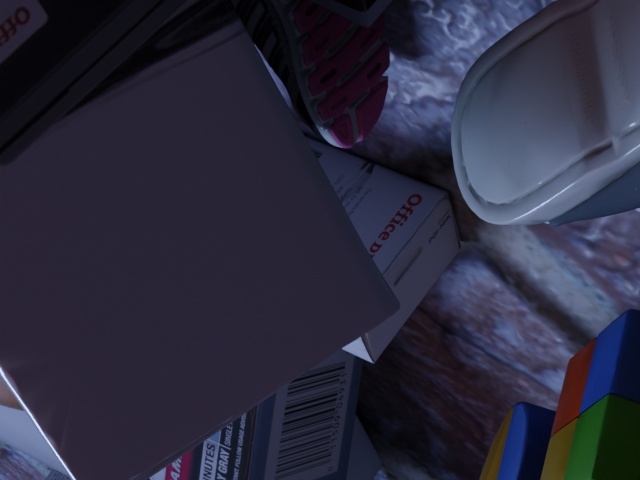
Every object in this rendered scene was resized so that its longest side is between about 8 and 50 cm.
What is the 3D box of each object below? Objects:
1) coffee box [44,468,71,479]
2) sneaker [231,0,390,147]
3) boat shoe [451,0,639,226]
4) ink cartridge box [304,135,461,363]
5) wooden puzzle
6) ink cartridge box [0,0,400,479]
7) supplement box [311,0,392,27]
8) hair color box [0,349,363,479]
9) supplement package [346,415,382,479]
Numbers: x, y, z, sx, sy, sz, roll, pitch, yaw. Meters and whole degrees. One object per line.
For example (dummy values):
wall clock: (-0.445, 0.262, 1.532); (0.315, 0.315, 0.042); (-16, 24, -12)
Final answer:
coffee box: (-0.104, 0.279, 1.300); (0.168, 0.119, 0.297); (45, 159, -29)
sneaker: (-0.023, -0.123, 0.891); (0.075, 0.063, 0.170); (10, 139, 47)
boat shoe: (0.178, -0.074, 0.688); (0.099, 0.116, 0.319); (2, 166, -31)
ink cartridge box: (0.000, 0.000, 1.026); (0.135, 0.099, 0.056); (24, 152, 31)
wooden puzzle: (0.126, 0.188, 0.907); (0.081, 0.322, 0.348); (17, 157, -1)
ink cartridge box: (-0.155, -0.122, 0.769); (0.395, 0.166, 0.285); (61, 174, -25)
supplement box: (-0.030, -0.205, 0.691); (0.130, 0.073, 0.239); (30, 160, 27)
hair color box: (-0.148, 0.065, 1.231); (0.374, 0.114, 0.185); (19, 108, 37)
supplement package: (-0.097, 0.151, 1.385); (0.244, 0.134, 0.139); (22, 154, 33)
